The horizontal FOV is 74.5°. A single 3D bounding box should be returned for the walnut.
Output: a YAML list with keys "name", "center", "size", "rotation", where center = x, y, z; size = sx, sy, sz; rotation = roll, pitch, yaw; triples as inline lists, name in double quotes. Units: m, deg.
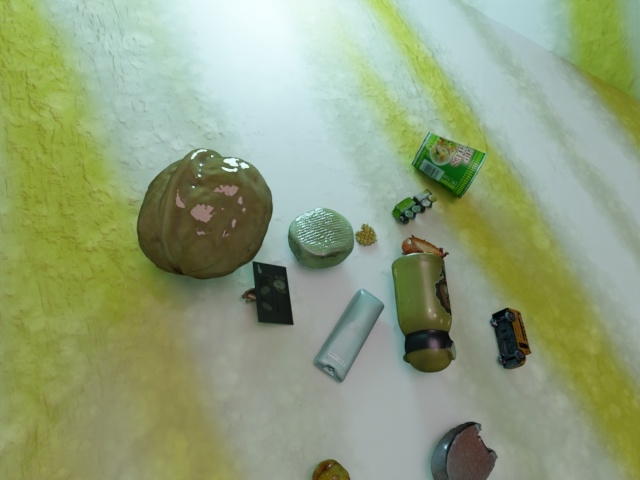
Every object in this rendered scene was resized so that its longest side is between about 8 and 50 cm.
- name: "walnut"
  center: [-0.315, -0.067, 1.161]
  size: [0.381, 0.381, 0.381]
  rotation: [8, 61, -14]

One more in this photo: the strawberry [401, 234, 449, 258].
- name: "strawberry"
  center: [0.358, 0.050, 1.453]
  size: [0.188, 0.082, 0.121]
  rotation: [14, 26, -35]

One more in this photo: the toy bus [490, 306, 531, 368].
- name: "toy bus"
  center: [0.641, 0.329, 1.404]
  size: [0.088, 0.083, 0.194]
  rotation: [14, 57, -22]

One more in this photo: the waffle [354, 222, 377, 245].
- name: "waffle"
  center: [0.157, -0.018, 1.467]
  size: [0.085, 0.016, 0.078]
  rotation: [-33, 76, -29]

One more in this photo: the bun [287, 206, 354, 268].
- name: "bun"
  center: [0.003, -0.001, 1.355]
  size: [0.221, 0.108, 0.221]
  rotation: [6, 55, -9]

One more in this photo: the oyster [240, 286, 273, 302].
- name: "oyster"
  center: [-0.188, 0.173, 1.249]
  size: [0.081, 0.038, 0.083]
  rotation: [-34, 103, -21]

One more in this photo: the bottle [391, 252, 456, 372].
- name: "bottle"
  center: [0.324, 0.228, 1.307]
  size: [0.172, 0.171, 0.351]
  rotation: [5, 64, -16]

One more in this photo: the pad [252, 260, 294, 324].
- name: "pad"
  center: [-0.141, 0.156, 1.251]
  size: [0.127, 0.004, 0.190]
  rotation: [13, 57, -40]

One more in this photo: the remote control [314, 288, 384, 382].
- name: "remote control"
  center: [0.096, 0.276, 1.270]
  size: [0.103, 0.051, 0.293]
  rotation: [36, 59, 2]

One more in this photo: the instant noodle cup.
- name: "instant noodle cup"
  center: [0.489, -0.302, 1.642]
  size: [0.233, 0.207, 0.207]
  rotation: [29, 57, 8]

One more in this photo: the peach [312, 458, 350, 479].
- name: "peach"
  center: [0.020, 0.601, 1.064]
  size: [0.098, 0.061, 0.098]
  rotation: [-2, 94, -23]

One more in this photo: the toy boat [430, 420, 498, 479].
- name: "toy boat"
  center: [0.391, 0.614, 1.183]
  size: [0.227, 0.085, 0.155]
  rotation: [-19, 78, -38]

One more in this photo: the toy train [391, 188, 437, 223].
- name: "toy train"
  center: [0.351, -0.131, 1.568]
  size: [0.202, 0.060, 0.081]
  rotation: [-31, 70, -31]
